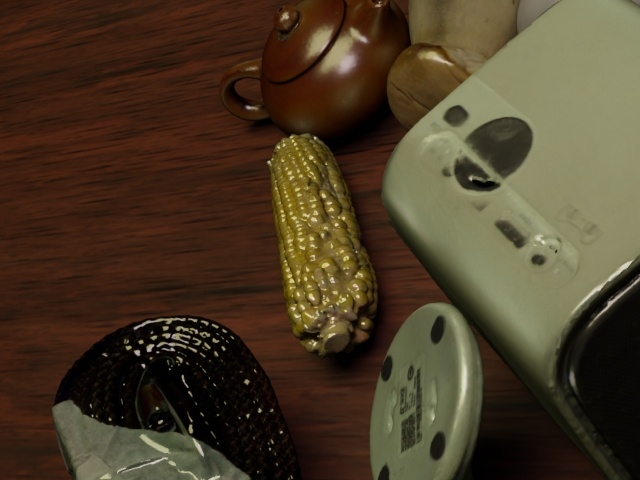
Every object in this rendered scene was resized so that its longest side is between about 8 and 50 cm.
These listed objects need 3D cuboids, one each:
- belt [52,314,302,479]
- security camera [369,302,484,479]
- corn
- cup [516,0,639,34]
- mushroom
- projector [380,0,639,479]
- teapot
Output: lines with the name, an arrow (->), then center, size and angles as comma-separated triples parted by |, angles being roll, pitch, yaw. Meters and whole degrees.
belt -> -0.110, 0.180, 1.102 | 0.184, 0.164, 0.289 | -18, 39, -14
security camera -> 0.092, 0.191, 0.956 | 0.157, 0.080, 0.302 | 132, 143, -56
corn -> 0.000, 0.000, 1.274 | 0.086, 0.086, 0.288 | -29, 38, 14
cup -> 0.263, -0.197, 1.236 | 0.134, 0.173, 0.142 | -41, 27, 54
mushroom -> 0.153, -0.263, 1.364 | 0.154, 0.137, 0.407 | 0, 48, 25
projector -> 0.224, 0.004, 0.960 | 0.248, 0.248, 0.249 | -39, 39, 1
teapot -> -0.014, -0.190, 1.419 | 0.252, 0.135, 0.178 | -19, 42, 37
